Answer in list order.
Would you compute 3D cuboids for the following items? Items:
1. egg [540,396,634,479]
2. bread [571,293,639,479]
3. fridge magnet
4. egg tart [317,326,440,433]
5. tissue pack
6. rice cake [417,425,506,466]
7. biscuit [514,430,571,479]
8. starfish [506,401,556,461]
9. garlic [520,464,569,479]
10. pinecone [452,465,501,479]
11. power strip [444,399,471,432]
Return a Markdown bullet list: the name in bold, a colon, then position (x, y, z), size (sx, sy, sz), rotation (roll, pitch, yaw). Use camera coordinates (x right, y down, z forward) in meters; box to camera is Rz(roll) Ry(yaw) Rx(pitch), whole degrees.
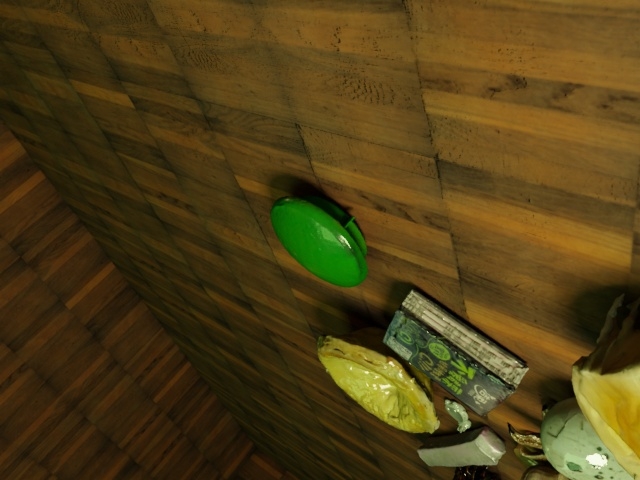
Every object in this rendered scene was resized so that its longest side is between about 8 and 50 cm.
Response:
- **egg**: position (0.415, 0.311, 0.932), size (0.164, 0.131, 0.131), rotation (29, 152, 33)
- **bread**: position (0.466, 0.181, 0.638), size (0.388, 0.183, 0.236), rotation (5, 122, 61)
- **fridge magnet**: position (0.000, 0.000, 1.084), size (0.208, 0.088, 0.208), rotation (34, 154, 19)
- **egg tart**: position (0.133, 0.277, 1.299), size (0.315, 0.120, 0.315), rotation (32, 155, 17)
- **tissue pack**: position (0.227, 0.200, 1.096), size (0.235, 0.073, 0.173), rotation (35, 154, 14)
- **rice cake**: position (0.320, 0.482, 1.430), size (0.072, 0.056, 0.365), rotation (44, 156, 6)
- **biscuit**: position (0.486, 0.458, 1.188), size (0.236, 0.040, 0.144), rotation (33, 159, 23)
- **starfish**: position (0.444, 0.370, 1.082), size (0.238, 0.057, 0.213), rotation (31, 148, 7)
- **garlic**: position (0.432, 0.488, 1.170), size (0.101, 0.087, 0.195), rotation (0, 137, 45)
- **pinecone**: position (0.366, 0.588, 1.454), size (0.121, 0.140, 0.140), rotation (3, 143, 12)
- **power strip**: position (0.293, 0.378, 1.330), size (0.055, 0.035, 0.083), rotation (0, 130, 55)
